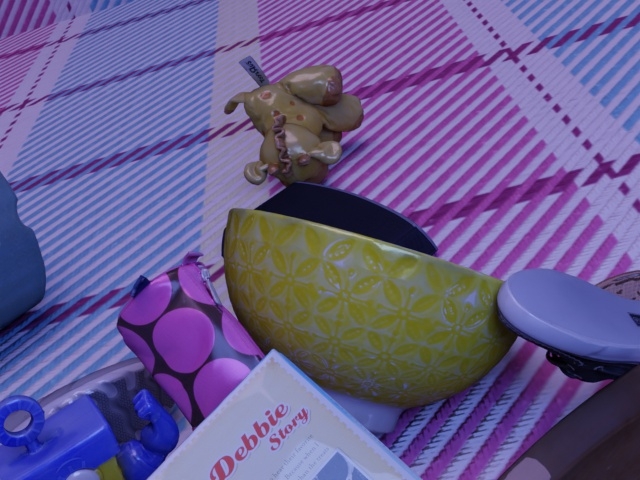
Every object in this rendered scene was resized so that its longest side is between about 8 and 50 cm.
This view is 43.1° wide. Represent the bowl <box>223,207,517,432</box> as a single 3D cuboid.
[{"bbox_3d":[0.034,0.084,0.746,0.290,0.289,0.156,14,86,39],"label":"bowl"}]

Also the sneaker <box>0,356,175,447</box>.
[{"bbox_3d":[-0.282,0.188,0.810,0.281,0.105,0.115,-27,34,-15],"label":"sneaker"}]

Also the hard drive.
[{"bbox_3d":[0.000,0.000,1.012,0.172,0.054,0.255,-36,37,-27],"label":"hard drive"}]

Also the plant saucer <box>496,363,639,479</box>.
[{"bbox_3d":[0.173,0.171,0.539,0.041,0.278,0.278,46,59,9],"label":"plant saucer"}]

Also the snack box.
[{"bbox_3d":[-0.072,0.249,0.524,0.187,0.060,0.322,41,71,14],"label":"snack box"}]

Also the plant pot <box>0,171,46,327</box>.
[{"bbox_3d":[-0.545,0.043,0.976,0.341,0.341,0.334,17,37,41],"label":"plant pot"}]

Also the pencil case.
[{"bbox_3d":[-0.073,0.113,0.658,0.098,0.209,0.095,-43,-9,8],"label":"pencil case"}]

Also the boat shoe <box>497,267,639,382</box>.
[{"bbox_3d":[0.229,0.084,0.672,0.229,0.076,0.080,10,38,-29],"label":"boat shoe"}]

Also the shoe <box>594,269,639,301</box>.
[{"bbox_3d":[0.351,0.064,0.764,0.219,0.058,0.076,-12,52,14],"label":"shoe"}]

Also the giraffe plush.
[{"bbox_3d":[-0.033,-0.147,1.160,0.181,0.210,0.170,-36,47,30],"label":"giraffe plush"}]

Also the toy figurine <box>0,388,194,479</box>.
[{"bbox_3d":[-0.234,0.211,0.650,0.363,0.217,0.191,-29,34,-19],"label":"toy figurine"}]
